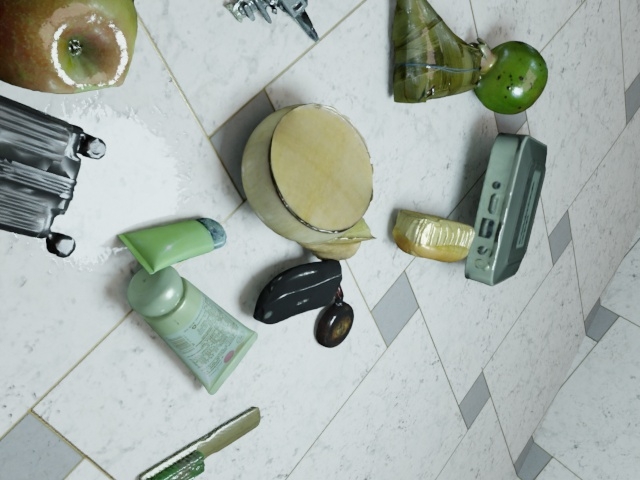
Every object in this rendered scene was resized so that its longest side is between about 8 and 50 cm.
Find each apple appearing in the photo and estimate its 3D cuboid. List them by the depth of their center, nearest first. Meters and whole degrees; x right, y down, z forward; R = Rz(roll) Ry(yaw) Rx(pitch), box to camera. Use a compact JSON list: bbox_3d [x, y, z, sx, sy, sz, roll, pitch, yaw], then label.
[{"bbox_3d":[-0.332,-0.274,0.779,0.207,0.188,0.173,-39,134,-27],"label":"apple"}]

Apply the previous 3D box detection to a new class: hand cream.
[{"bbox_3d":[-0.237,0.003,1.065,0.175,0.095,0.046,-21,148,-44],"label":"hand cream"},{"bbox_3d":[-0.220,0.153,1.126,0.147,0.093,0.305,-53,137,-19],"label":"hand cream"}]

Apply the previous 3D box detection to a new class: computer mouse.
[{"bbox_3d":[-0.049,0.100,1.287,0.217,0.073,0.122,-14,146,-35],"label":"computer mouse"}]

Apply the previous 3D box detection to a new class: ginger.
[{"bbox_3d":[-0.003,-0.002,1.303,0.193,0.115,0.122,3,135,-26],"label":"ginger"}]

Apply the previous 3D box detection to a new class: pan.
[{"bbox_3d":[0.041,0.146,1.440,0.115,0.040,0.211,-16,116,-48],"label":"pan"}]

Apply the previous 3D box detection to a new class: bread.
[{"bbox_3d":[0.273,-0.008,1.555,0.236,0.140,0.106,8,100,-46],"label":"bread"}]

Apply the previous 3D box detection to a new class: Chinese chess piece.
[{"bbox_3d":[-0.020,-0.122,1.168,0.257,0.104,0.257,7,78,-37],"label":"Chinese chess piece"}]

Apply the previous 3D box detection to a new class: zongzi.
[{"bbox_3d":[0.260,-0.451,1.398,0.251,0.125,0.274,-22,113,-40],"label":"zongzi"}]

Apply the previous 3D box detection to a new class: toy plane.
[{"bbox_3d":[-0.051,-0.418,1.100,0.192,0.088,0.262,-40,139,7],"label":"toy plane"}]

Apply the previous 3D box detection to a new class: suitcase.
[{"bbox_3d":[-0.445,-0.108,0.682,0.335,0.230,0.152,21,86,-49],"label":"suitcase"}]

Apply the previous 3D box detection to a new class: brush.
[{"bbox_3d":[-0.223,0.415,1.255,0.282,0.048,0.054,-24,123,-41],"label":"brush"}]

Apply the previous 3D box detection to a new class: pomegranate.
[{"bbox_3d":[0.450,-0.418,1.586,0.225,0.187,0.186,26,84,-23],"label":"pomegranate"}]

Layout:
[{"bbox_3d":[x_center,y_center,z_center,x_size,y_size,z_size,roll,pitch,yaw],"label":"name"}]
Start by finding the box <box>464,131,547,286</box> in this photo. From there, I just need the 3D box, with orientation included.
[{"bbox_3d":[0.515,-0.086,1.745,0.397,0.111,0.395,-8,110,-63],"label":"box"}]
